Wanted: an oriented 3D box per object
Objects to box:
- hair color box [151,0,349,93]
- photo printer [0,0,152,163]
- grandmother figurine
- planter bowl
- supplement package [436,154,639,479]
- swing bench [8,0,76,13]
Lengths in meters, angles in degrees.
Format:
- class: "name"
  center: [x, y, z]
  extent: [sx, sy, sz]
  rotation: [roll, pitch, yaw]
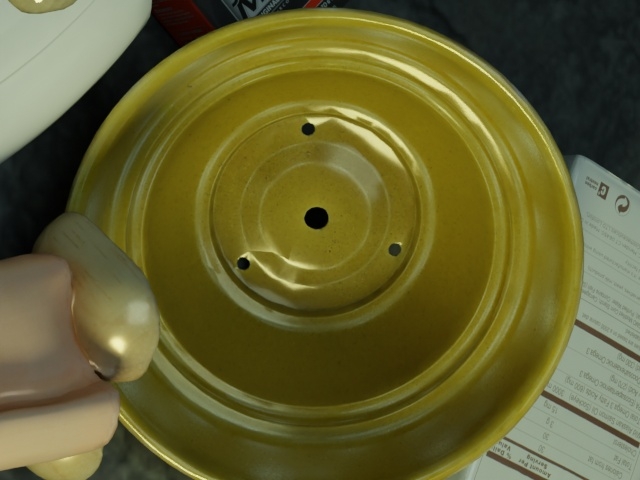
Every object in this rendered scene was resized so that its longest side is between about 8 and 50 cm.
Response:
- class: "hair color box"
  center: [-0.055, -0.139, 0.743]
  extent: [0.141, 0.043, 0.072]
  rotation: [49, 68, -23]
- class: "photo printer"
  center: [-0.215, -0.148, 0.604]
  extent: [0.256, 0.107, 0.307]
  rotation: [-34, 108, -27]
- class: "grandmother figurine"
  center: [-0.215, 0.068, 0.560]
  extent: [0.342, 0.104, 0.208]
  rotation: [-15, 137, -42]
- class: "planter bowl"
  center: [0.000, 0.000, 0.731]
  extent: [0.217, 0.090, 0.217]
  rotation: [-1, 107, -2]
- class: "supplement package"
  center: [0.096, 0.061, 0.805]
  extent: [0.105, 0.105, 0.179]
  rotation: [29, 76, -31]
- class: "swing bench"
  center: [-0.171, -0.182, 0.418]
  extent: [0.165, 0.253, 0.254]
  rotation: [4, 90, -32]
